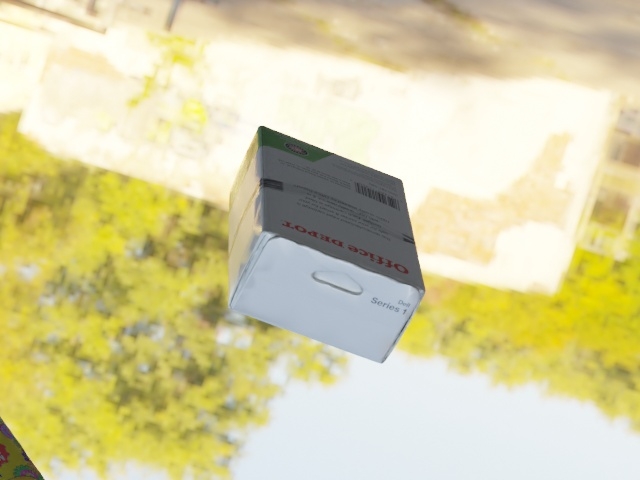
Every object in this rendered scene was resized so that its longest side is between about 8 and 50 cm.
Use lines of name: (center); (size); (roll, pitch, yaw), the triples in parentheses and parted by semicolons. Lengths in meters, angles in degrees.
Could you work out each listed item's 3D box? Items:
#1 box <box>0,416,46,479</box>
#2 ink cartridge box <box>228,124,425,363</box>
box: (-0.468, 0.327, 1.501); (0.290, 0.279, 0.177); (1, -144, -48)
ink cartridge box: (0.000, 0.000, 1.378); (0.160, 0.092, 0.219); (21, -153, -13)
